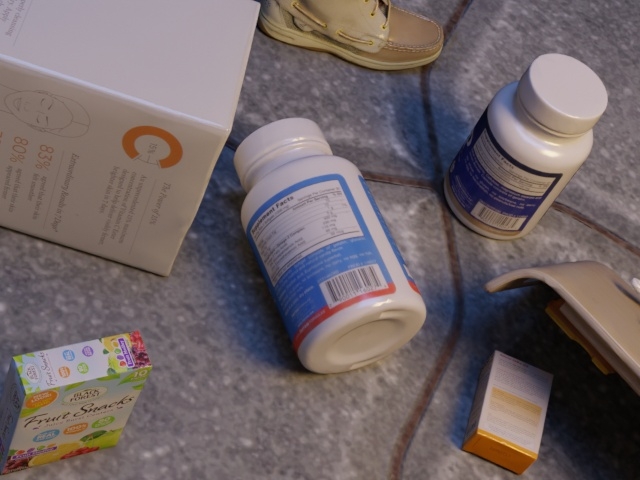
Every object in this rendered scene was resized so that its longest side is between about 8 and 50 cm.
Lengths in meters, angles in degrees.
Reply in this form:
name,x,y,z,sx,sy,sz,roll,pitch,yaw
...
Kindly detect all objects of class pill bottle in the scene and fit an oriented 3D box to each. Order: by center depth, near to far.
name,x,y,z,sx,sy,sz,roll,pitch,yaw
pill bottle,0.000,0.000,1.192,0.124,0.124,0.221,-8,59,-27
pill bottle,0.208,-0.095,1.306,0.112,0.187,0.112,11,52,-15

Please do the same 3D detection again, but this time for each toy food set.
name,x,y,z,sx,sy,sz,roll,pitch,yaw
toy food set,0.289,0.140,1.196,0.306,0.092,0.219,48,19,18

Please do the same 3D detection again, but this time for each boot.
name,x,y,z,sx,sy,sz,roll,pitch,yaw
boot,0.052,-0.270,1.385,0.213,0.165,0.077,10,53,-13

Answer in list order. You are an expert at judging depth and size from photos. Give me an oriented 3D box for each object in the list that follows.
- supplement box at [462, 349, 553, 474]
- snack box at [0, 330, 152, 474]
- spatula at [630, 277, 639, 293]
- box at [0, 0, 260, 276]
name,x,y,z,sx,sy,sz,roll,pitch,yaw
supplement box,0.174,0.158,1.201,0.062,0.036,0.098,24,50,-3
snack box,-0.196,0.127,1.005,0.100,0.141,0.037,-12,61,-29
spatula,0.387,0.135,1.237,0.242,0.019,0.168,35,25,-19
box,-0.254,-0.137,1.130,0.345,0.215,0.168,18,50,-10
